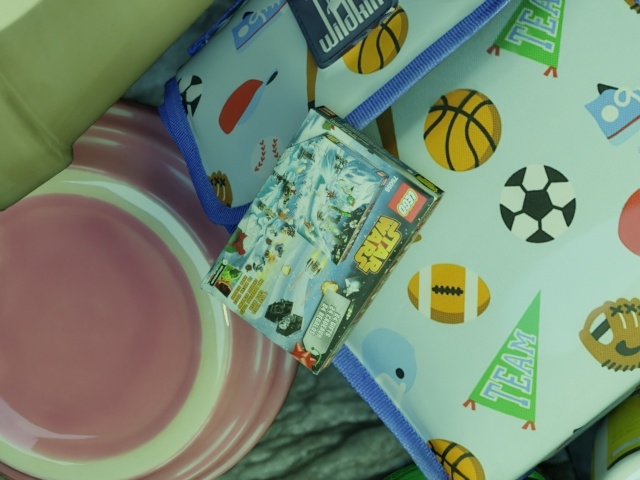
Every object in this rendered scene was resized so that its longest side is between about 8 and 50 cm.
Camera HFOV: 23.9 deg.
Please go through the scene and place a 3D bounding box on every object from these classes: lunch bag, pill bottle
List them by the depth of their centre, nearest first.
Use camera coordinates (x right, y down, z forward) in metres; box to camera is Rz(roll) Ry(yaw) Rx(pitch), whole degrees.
[{"bbox_3d":[0.107,-0.068,1.011,0.328,0.239,0.385,-41,76,17],"label":"lunch bag"},{"bbox_3d":[0.241,0.164,1.054,0.103,0.184,0.103,2,103,10],"label":"pill bottle"}]

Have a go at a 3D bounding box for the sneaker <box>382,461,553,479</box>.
[{"bbox_3d":[0.035,0.268,1.139,0.344,0.146,0.134,-23,97,14],"label":"sneaker"}]

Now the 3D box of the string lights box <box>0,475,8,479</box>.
[{"bbox_3d":[-0.330,0.308,1.194,0.077,0.133,0.259,39,95,-12],"label":"string lights box"}]

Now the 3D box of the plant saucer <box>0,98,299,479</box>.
[{"bbox_3d":[-0.181,0.058,1.166,0.332,0.084,0.332,3,104,10],"label":"plant saucer"}]

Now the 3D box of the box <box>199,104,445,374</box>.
[{"bbox_3d":[0.000,0.000,0.918,0.094,0.027,0.137,37,109,9],"label":"box"}]

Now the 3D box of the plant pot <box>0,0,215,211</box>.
[{"bbox_3d":[-0.185,-0.226,1.012,0.280,0.323,0.323,-32,95,-2],"label":"plant pot"}]
